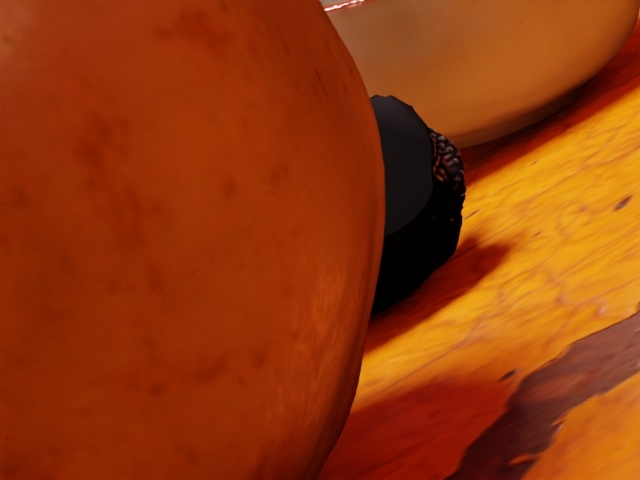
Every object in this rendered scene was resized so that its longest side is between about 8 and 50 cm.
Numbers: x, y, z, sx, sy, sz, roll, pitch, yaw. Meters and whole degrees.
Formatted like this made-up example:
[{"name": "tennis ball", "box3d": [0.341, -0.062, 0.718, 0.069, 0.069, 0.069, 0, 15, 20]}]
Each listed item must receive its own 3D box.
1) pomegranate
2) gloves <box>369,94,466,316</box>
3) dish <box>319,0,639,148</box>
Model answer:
[{"name": "pomegranate", "box3d": [-0.139, -0.016, 0.609, 0.342, 0.342, 0.342, -32, 9, 5]}, {"name": "gloves", "box3d": [0.003, 0.001, 0.871, 0.129, 0.106, 0.181, -33, -20, -8]}, {"name": "dish", "box3d": [0.081, -0.131, 1.070, 0.256, 0.117, 0.256, -17, 21, 7]}]
